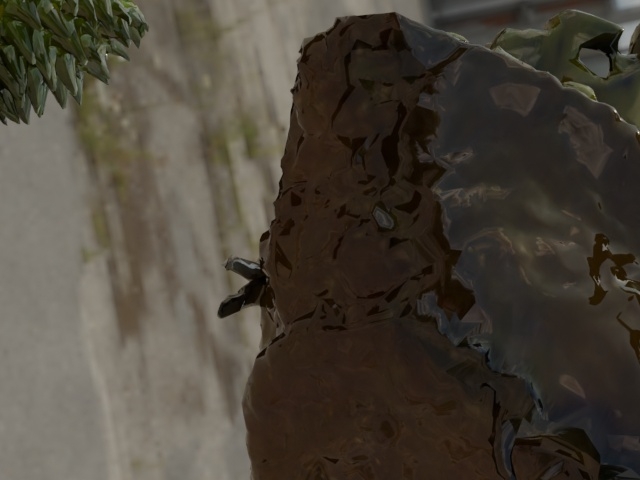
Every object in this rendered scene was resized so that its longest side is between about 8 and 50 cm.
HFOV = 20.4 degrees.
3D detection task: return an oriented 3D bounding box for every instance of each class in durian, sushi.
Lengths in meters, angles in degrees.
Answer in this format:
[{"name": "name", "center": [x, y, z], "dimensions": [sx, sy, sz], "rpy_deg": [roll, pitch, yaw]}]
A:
[{"name": "durian", "center": [-0.200, -0.137, 0.935], "dimensions": [0.169, 0.158, 0.352], "rpy_deg": [63, 9, 5]}, {"name": "sushi", "center": [0.090, 0.055, 0.553], "dimensions": [0.296, 0.167, 0.179], "rpy_deg": [41, 38, -4]}]

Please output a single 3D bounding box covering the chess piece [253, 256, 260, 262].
[{"name": "chess piece", "center": [0.000, 0.000, 1.114], "dimensions": [0.035, 0.092, 0.035], "rpy_deg": [50, 3, -3]}]
